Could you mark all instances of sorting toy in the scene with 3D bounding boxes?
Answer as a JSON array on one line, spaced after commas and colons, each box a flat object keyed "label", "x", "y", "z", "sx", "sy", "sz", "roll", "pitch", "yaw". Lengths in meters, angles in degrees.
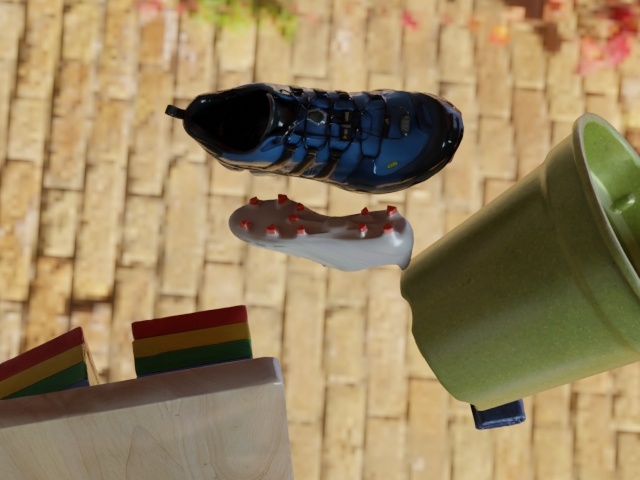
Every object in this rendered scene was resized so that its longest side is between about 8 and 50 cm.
[{"label": "sorting toy", "x": -0.156, "y": 0.149, "z": 1.330, "sx": 0.257, "sy": 0.256, "sz": 0.089, "roll": 87, "pitch": -7, "yaw": -60}]

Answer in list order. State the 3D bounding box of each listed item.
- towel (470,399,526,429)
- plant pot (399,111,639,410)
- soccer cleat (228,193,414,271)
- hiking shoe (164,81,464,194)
[{"label": "towel", "x": 0.218, "y": 0.183, "z": 2.135, "sx": 0.029, "sy": 0.067, "sz": 0.119, "roll": 93, "pitch": -12, "yaw": -55}, {"label": "plant pot", "x": 0.233, "y": 0.048, "z": 1.746, "sx": 0.276, "sy": 0.254, "sz": 0.276, "roll": 45, "pitch": 28, "yaw": -32}, {"label": "soccer cleat", "x": 0.000, "y": 0.000, "z": 1.737, "sx": 0.076, "sy": 0.196, "sz": 0.068, "roll": 79, "pitch": 21, "yaw": -44}, {"label": "hiking shoe", "x": -0.003, "y": -0.109, "z": 1.758, "sx": 0.132, "sy": 0.304, "sz": 0.113, "roll": 15, "pitch": 75, "yaw": -64}]
